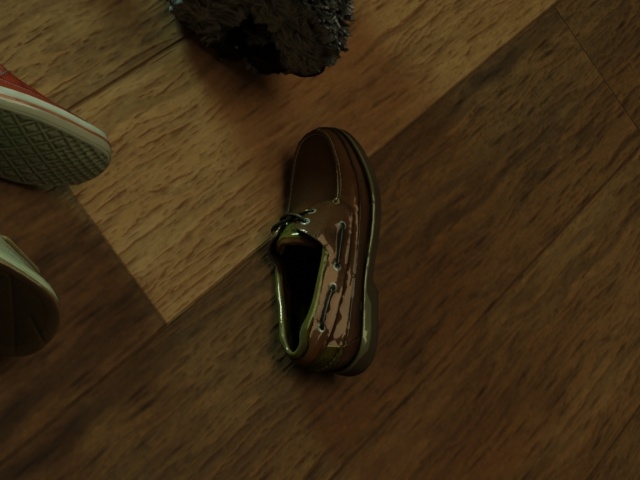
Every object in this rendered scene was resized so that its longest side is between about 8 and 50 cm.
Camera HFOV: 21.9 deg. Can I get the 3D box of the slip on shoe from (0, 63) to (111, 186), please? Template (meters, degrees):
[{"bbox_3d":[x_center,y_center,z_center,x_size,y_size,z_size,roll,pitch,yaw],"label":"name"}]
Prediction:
[{"bbox_3d":[-0.353,-0.151,1.653,0.331,0.123,0.101,25,49,-26],"label":"slip on shoe"}]

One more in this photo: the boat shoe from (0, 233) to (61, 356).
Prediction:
[{"bbox_3d":[-0.376,-0.006,1.569,0.302,0.109,0.098,38,7,-21],"label":"boat shoe"}]

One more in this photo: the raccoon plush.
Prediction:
[{"bbox_3d":[0.001,-0.386,1.902,0.216,0.446,0.299,28,63,-12],"label":"raccoon plush"}]

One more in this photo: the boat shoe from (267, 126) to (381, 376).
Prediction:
[{"bbox_3d":[0.000,0.000,1.895,0.104,0.111,0.307,14,58,-39],"label":"boat shoe"}]
